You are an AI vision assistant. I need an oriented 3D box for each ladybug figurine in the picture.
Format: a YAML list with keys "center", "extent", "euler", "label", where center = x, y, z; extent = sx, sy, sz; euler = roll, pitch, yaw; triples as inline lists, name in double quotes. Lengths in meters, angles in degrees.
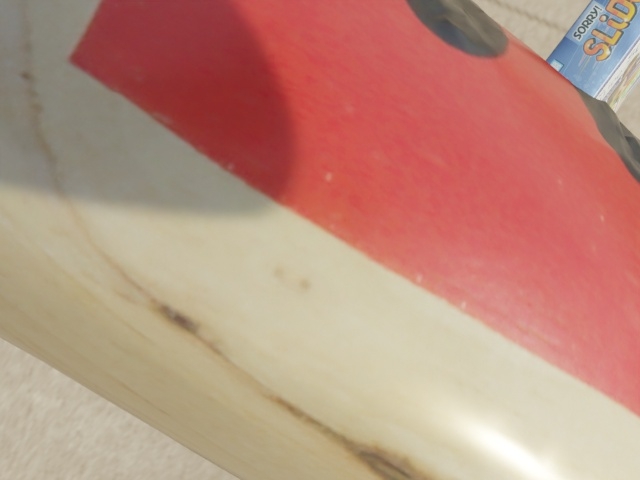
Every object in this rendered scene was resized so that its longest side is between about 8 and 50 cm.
- center: [0.000, 0.000, 0.498]
  extent: [0.449, 0.305, 0.162]
  euler: [34, 83, -24]
  label: "ladybug figurine"

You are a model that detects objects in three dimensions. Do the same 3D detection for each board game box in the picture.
- center: [0.188, -0.135, 0.821]
  extent: [0.035, 0.136, 0.201]
  euler: [36, 80, 12]
  label: "board game box"
